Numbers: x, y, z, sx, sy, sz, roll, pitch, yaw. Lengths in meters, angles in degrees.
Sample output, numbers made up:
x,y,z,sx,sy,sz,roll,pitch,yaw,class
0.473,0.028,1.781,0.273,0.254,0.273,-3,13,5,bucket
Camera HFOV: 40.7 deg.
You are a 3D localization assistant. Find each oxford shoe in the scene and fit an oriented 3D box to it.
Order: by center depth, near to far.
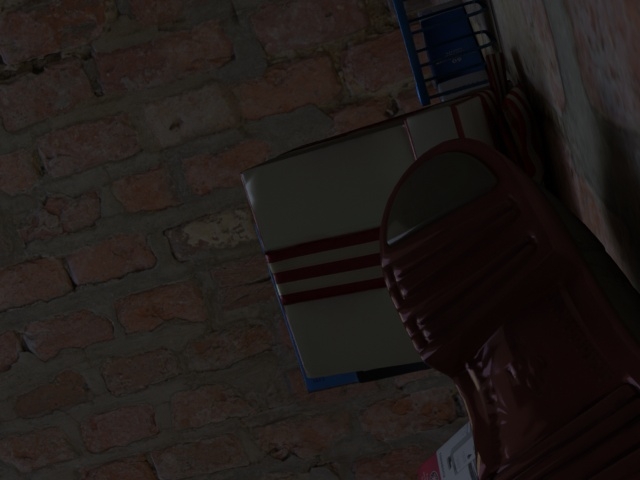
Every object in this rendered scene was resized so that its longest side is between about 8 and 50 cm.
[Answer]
x,y,z,sx,sy,sz,roll,pitch,yaw,class
0.162,0.115,0.458,0.146,0.140,0.397,18,-135,-41,oxford shoe

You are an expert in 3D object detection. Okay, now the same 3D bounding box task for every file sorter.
x,y,z,sx,sy,sz,roll,pitch,yaw,class
0.145,-0.268,1.035,0.118,0.104,0.170,-82,-26,-69,file sorter

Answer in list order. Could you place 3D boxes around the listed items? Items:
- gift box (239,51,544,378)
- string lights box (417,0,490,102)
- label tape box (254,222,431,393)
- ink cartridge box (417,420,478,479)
x,y,z,sx,sy,sz,roll,pitch,yaw,class
0.111,-0.032,0.874,0.276,0.258,0.255,-41,-66,-58,gift box
0.218,-0.251,1.353,0.260,0.076,0.133,-95,-14,-47,string lights box
0.116,0.037,1.093,0.106,0.333,0.241,-42,-64,-71,label tape box
0.277,0.371,1.289,0.207,0.117,0.283,-97,29,-42,ink cartridge box
